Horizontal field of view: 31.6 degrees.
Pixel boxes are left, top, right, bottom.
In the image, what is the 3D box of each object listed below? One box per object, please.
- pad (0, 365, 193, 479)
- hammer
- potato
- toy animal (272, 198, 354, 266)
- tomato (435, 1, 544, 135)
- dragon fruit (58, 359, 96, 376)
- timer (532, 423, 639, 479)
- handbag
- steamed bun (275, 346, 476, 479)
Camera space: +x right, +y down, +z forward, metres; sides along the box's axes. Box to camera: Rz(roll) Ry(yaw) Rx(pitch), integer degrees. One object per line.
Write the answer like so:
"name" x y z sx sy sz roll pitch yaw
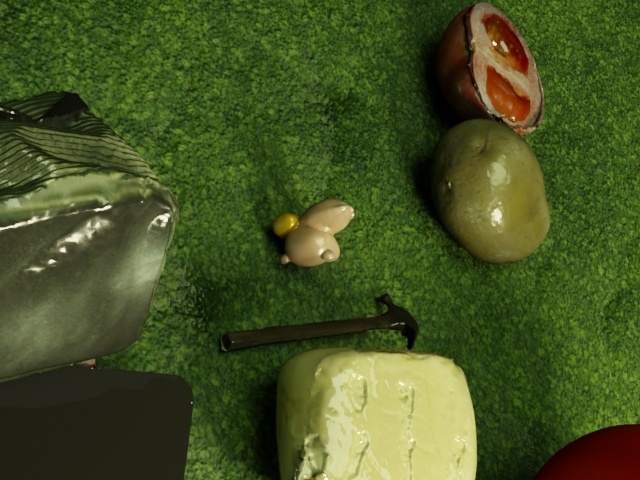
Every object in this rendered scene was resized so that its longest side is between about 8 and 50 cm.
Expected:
"pad" -0.260 0.225 1.212 0.267 0.004 0.181 11 84 -34
"hammer" 0.002 0.117 1.472 0.297 0.027 0.125 -2 34 -33
"potato" 0.257 -0.070 1.695 0.178 0.160 0.235 -38 114 -4
"toy animal" 0.000 0.000 1.494 0.091 0.114 0.082 45 27 -56
"tomato" 0.261 -0.255 1.809 0.199 0.112 0.228 27 55 -36
"dragon fruit" -0.290 0.120 1.240 0.060 0.056 0.083 -15 76 -43
"timer" 0.421 0.424 1.445 0.279 0.378 0.378 7 66 -41
"handbag" -0.333 -0.013 1.128 0.340 0.247 0.240 -12 45 -41
"steamed bun" 0.053 0.246 1.384 0.273 0.166 0.232 5 73 -30
